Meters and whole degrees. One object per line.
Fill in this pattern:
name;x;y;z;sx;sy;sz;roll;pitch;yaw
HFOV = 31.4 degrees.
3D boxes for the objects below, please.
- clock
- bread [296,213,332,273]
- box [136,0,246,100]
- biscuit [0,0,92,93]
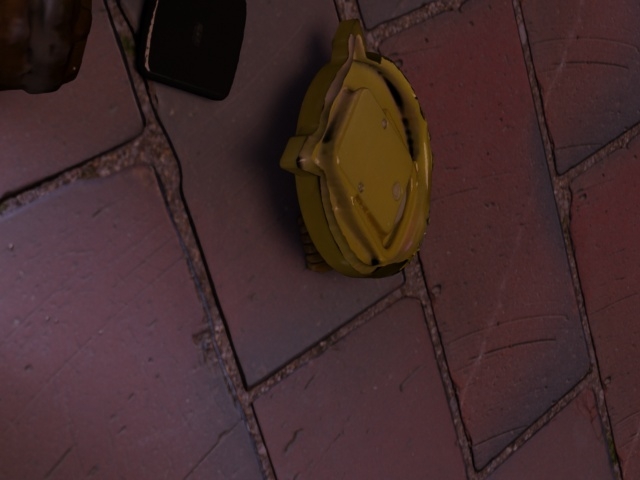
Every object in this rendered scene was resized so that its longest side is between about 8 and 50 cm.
clock;0.046;-0.094;1.403;0.293;0.071;0.277;58;44;-37
bread;0.000;0.000;1.402;0.049;0.034;0.088;-20;107;-34
box;-0.144;-0.228;1.256;0.125;0.027;0.126;14;85;-40
biscuit;-0.244;-0.286;0.971;0.103;0.332;0.332;2;92;-15
